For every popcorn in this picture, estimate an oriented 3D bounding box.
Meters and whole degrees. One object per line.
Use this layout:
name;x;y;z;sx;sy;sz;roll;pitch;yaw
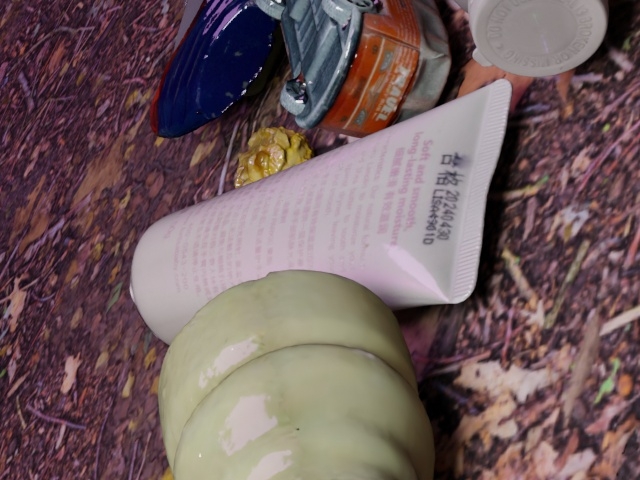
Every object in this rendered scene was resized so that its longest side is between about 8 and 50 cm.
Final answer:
popcorn;-0.042;-0.062;1.444;0.083;0.057;0.082;-54;26;19

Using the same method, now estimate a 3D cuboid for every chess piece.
chess piece;0.008;0.190;0.953;0.234;0.234;0.442;-51;23;17

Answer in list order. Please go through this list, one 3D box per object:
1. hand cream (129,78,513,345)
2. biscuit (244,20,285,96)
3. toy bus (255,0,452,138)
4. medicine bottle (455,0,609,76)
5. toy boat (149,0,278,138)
hand cream;0.000;0.000;1.275;0.359;0.118;0.185;-17;47;44
biscuit;-0.022;-0.283;1.630;0.099;0.038;0.322;19;86;64
toy bus;0.030;-0.183;1.361;0.121;0.120;0.265;-61;24;30
medicine bottle;0.149;-0.220;1.179;0.135;0.135;0.215;-39;34;37
toy boat;-0.121;-0.203;1.639;0.219;0.072;0.318;-67;23;-3
